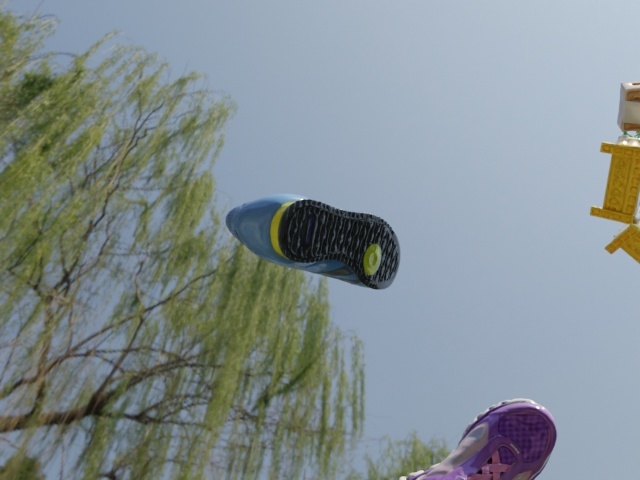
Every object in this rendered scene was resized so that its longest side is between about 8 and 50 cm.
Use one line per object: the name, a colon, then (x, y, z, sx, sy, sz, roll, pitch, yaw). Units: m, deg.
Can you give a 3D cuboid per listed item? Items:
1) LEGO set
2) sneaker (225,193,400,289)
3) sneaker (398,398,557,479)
LEGO set: (0.391, -0.053, 0.771, 0.132, 0.107, 0.287, -24, -78, 47)
sneaker: (0.000, 0.000, 0.638, 0.082, 0.069, 0.209, 8, -6, 40)
sneaker: (0.166, 0.268, 0.738, 0.236, 0.104, 0.095, -38, -100, 0)
